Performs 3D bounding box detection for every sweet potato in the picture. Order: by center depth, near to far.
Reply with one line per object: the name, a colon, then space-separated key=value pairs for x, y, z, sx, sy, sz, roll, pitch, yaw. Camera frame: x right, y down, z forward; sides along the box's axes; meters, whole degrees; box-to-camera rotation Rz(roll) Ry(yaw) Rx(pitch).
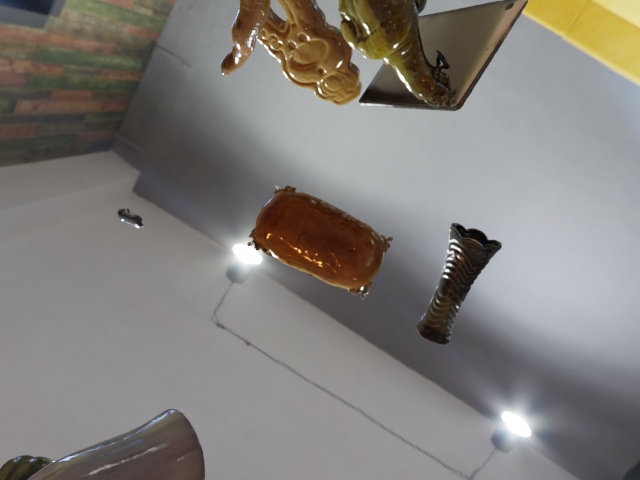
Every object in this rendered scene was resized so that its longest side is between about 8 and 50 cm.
sweet potato: x=-0.086 y=-0.252 z=0.641 sx=0.044 sy=0.179 sz=0.044 roll=9 pitch=-121 yaw=-15

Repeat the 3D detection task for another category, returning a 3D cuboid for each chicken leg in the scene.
chicken leg: x=0.091 y=-0.262 z=0.705 sx=0.228 sy=0.103 sz=0.088 roll=53 pitch=-138 yaw=-23

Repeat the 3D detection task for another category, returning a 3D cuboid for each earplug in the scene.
earplug: x=-0.363 y=0.407 z=0.910 sx=0.301 sy=0.173 sz=0.172 roll=-5 pitch=-140 yaw=-46

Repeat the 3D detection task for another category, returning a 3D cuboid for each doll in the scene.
doll: x=-0.505 y=-0.060 z=1.466 sx=0.125 sy=0.037 sz=0.027 roll=18 pitch=-145 yaw=39

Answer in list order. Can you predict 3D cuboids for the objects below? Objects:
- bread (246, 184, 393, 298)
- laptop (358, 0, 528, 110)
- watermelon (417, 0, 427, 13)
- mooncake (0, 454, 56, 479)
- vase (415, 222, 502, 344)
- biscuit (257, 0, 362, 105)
bread: x=0.000 y=0.000 z=1.016 sx=0.241 sy=0.136 sz=0.107 roll=25 pitch=176 yaw=3
laptop: x=0.173 y=-0.284 z=0.847 sx=0.015 sy=0.188 sz=0.269 roll=35 pitch=177 yaw=-30
watermelon: x=0.180 y=-0.506 z=1.114 sx=0.078 sy=0.078 sz=0.111 roll=-91 pitch=-19 yaw=-69
mooncake: x=-0.540 y=0.591 z=1.156 sx=0.351 sy=0.351 sz=0.187 roll=30 pitch=-128 yaw=-6
vase: x=0.273 y=0.094 z=1.131 sx=0.115 sy=0.238 sz=0.115 roll=17 pitch=-161 yaw=-6
biscuit: x=-0.019 y=-0.325 z=0.940 sx=0.236 sy=0.143 sz=0.040 roll=45 pitch=-127 yaw=-28
